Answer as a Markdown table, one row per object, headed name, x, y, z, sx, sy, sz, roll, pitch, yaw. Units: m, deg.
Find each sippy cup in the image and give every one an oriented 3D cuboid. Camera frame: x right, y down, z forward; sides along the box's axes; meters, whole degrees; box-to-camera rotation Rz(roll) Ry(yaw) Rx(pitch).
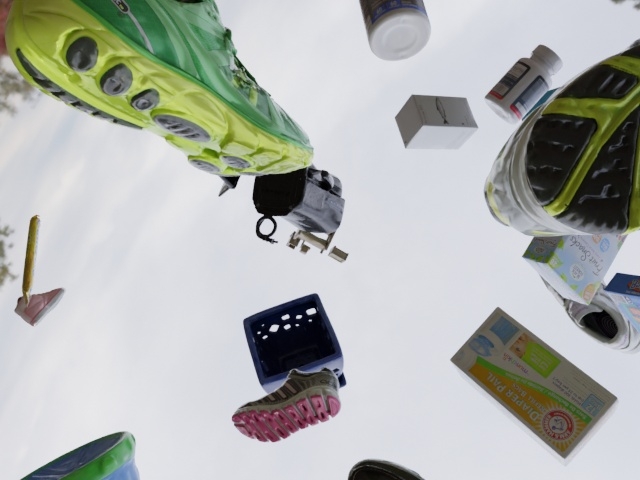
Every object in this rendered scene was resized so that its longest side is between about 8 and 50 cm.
| name | x | y | z | sx | sy | sz | roll | pitch | yaw |
| --- | --- | --- | --- | --- | --- | --- | --- | --- | --- |
| sippy cup | -0.399 | 0.488 | 1.021 | 0.240 | 0.224 | 0.305 | -22 | -179 | 37 |

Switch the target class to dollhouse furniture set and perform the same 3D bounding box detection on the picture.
| name | x | y | z | sx | sy | sz | roll | pitch | yaw |
| --- | --- | --- | --- | --- | --- | --- | --- | --- | --- |
| dollhouse furniture set | 0.000 | 0.000 | 1.992 | 0.101 | 0.182 | 0.161 | -64 | -169 | -22 |

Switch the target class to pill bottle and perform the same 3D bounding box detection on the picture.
| name | x | y | z | sx | sy | sz | roll | pitch | yaw |
| --- | --- | --- | --- | --- | --- | --- | --- | --- | --- |
| pill bottle | 0.088 | -0.302 | 0.743 | 0.078 | 0.078 | 0.137 | -31 | -126 | 34 |
| pill bottle | 0.505 | -0.387 | 1.458 | 0.180 | 0.108 | 0.108 | -47 | -146 | 9 |

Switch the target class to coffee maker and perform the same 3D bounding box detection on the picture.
| name | x | y | z | sx | sy | sz | roll | pitch | yaw |
| --- | --- | --- | --- | --- | --- | --- | --- | --- | --- |
| coffee maker | -0.043 | -0.069 | 1.086 | 0.120 | 0.178 | 0.171 | 32 | -89 | 29 |

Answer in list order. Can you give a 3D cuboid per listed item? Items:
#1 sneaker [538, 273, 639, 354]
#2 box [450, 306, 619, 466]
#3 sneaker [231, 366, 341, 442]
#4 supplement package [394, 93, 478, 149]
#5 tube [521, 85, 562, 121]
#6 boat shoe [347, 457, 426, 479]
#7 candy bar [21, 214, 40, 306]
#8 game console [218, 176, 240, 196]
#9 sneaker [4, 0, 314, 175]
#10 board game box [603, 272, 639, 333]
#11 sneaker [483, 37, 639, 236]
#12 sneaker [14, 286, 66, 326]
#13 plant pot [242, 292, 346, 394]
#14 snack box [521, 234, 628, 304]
| name | x | y | z | sx | sy | sz | roll | pitch | yaw |
| --- | --- | --- | --- | --- | --- | --- | --- | --- | --- |
| sneaker | 0.602 | 0.126 | 1.346 | 0.114 | 0.152 | 0.305 | -57 | -133 | 24 |
| box | 0.308 | 0.212 | 0.860 | 0.114 | 0.103 | 0.203 | -47 | -123 | -5 |
| sneaker | -0.042 | 0.218 | 0.799 | 0.170 | 0.063 | 0.075 | -25 | -159 | 24 |
| supplement package | 0.308 | -0.313 | 1.571 | 0.105 | 0.179 | 0.105 | 129 | -49 | -56 |
| tube | 0.648 | -0.387 | 1.618 | 0.207 | 0.052 | 0.080 | -16 | -107 | 35 |
| boat shoe | 0.073 | 0.194 | 0.400 | 0.142 | 0.040 | 0.049 | 26 | -104 | 35 |
| candy bar | -0.491 | 0.030 | 0.999 | 0.040 | 0.018 | 0.161 | 132 | -42 | -54 |
| game console | -0.174 | -0.157 | 1.109 | 0.071 | 0.107 | 0.122 | 5 | -116 | 32 |
| sneaker | -0.087 | -0.127 | 0.455 | 0.109 | 0.295 | 0.123 | 1 | -102 | 26 |
| board game box | 0.605 | 0.146 | 0.990 | 0.047 | 0.210 | 0.160 | -49 | -161 | -12 |
| sneaker | 0.294 | -0.123 | 0.479 | 0.384 | 0.145 | 0.147 | -24 | -179 | -13 |
| sneaker | -0.625 | 0.131 | 1.309 | 0.051 | 0.070 | 0.134 | -52 | -171 | 26 |
| plant pot | -0.062 | 0.324 | 1.664 | 0.236 | 0.212 | 0.236 | -21 | -133 | -3 |
| snack box | 0.521 | -0.003 | 1.184 | 0.207 | 0.174 | 0.070 | -57 | -150 | -6 |
